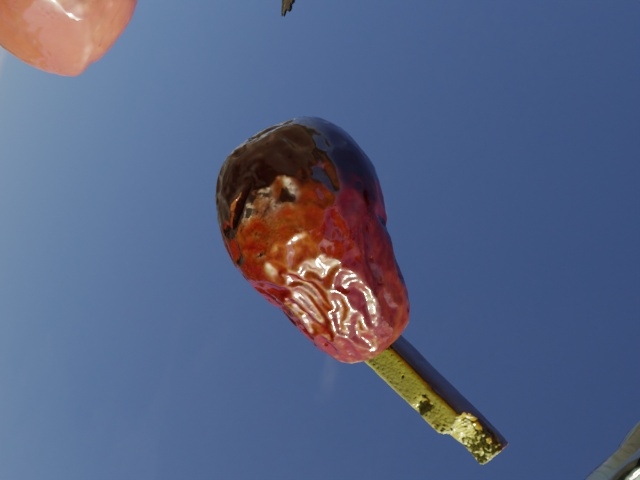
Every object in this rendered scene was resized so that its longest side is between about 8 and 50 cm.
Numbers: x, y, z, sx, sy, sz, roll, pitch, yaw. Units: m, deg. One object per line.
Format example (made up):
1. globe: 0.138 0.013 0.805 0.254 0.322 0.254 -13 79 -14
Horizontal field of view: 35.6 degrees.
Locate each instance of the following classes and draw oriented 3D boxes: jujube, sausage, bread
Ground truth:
1. jujube: 0.000 0.000 1.021 0.190 0.255 0.190 -31 -165 9
2. sausage: -0.219 -0.239 0.714 0.148 0.254 0.148 -24 -151 15
3. bread: 0.144 0.201 1.293 0.049 0.226 0.088 -48 167 11

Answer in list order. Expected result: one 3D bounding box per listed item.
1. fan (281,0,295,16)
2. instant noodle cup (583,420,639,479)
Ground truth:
1. fan: -0.034 -0.283 1.069 0.056 0.004 0.083 166 -74 -73
2. instant noodle cup: 0.318 0.213 0.582 0.312 0.284 0.284 44 -55 15
